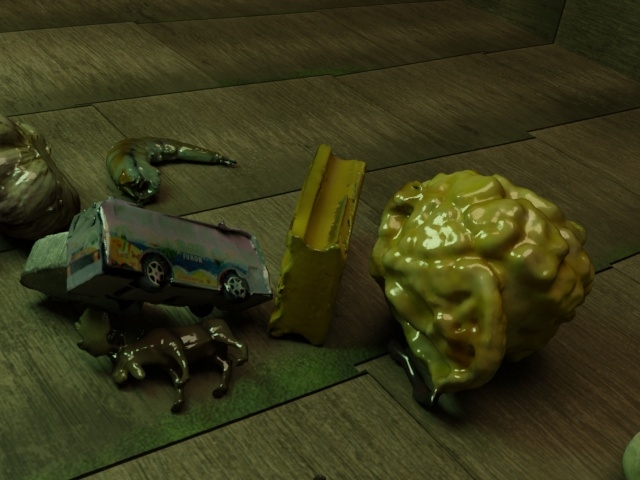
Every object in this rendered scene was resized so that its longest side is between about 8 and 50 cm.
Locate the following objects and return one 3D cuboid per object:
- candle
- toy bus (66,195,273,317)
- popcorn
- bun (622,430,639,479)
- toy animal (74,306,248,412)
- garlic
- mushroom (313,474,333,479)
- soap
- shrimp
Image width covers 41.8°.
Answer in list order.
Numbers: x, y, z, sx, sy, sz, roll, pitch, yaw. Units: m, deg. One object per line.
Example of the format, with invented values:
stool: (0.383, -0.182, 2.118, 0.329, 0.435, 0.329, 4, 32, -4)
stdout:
candle: (-0.355, 0.047, 1.251, 0.192, 0.168, 0.068, 14, 65, 0)
toy bus: (-0.215, 0.033, 1.237, 0.317, 0.112, 0.138, 13, 62, -48)
popcorn: (0.226, 0.076, 1.261, 0.349, 0.349, 0.382, 23, 73, 21)
bun: (0.515, 0.311, 1.087, 0.231, 0.133, 0.231, -12, 17, 4)
toy animal: (-0.225, 0.157, 1.195, 0.214, 0.094, 0.186, -13, 47, -31)
garlic: (-0.525, -0.102, 1.416, 0.160, 0.245, 0.245, -31, 39, -1)
mushroom: (-0.037, 0.373, 0.870, 0.236, 0.173, 0.162, -36, 76, -2)
soap: (0.000, 0.000, 1.387, 0.096, 0.204, 0.324, 14, 32, 1)
shrimp: (-0.329, -0.157, 1.702, 0.185, 0.068, 0.287, 31, 28, 25)
